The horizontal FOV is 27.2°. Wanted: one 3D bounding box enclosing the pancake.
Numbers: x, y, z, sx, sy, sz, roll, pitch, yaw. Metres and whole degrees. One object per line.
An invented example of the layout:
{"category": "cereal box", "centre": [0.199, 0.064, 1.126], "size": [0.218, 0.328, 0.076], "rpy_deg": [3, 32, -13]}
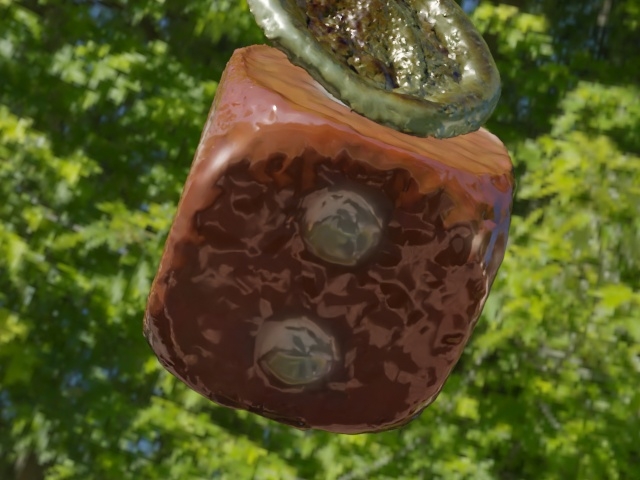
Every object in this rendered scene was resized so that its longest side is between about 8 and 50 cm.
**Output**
{"category": "pancake", "centre": [0.022, -0.077, 0.485], "size": [0.108, 0.108, 0.017], "rpy_deg": [24, -47, -12]}

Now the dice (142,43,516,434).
{"category": "dice", "centre": [0.000, 0.000, 0.764], "size": [0.175, 0.174, 0.179], "rpy_deg": [21, -72, -8]}
